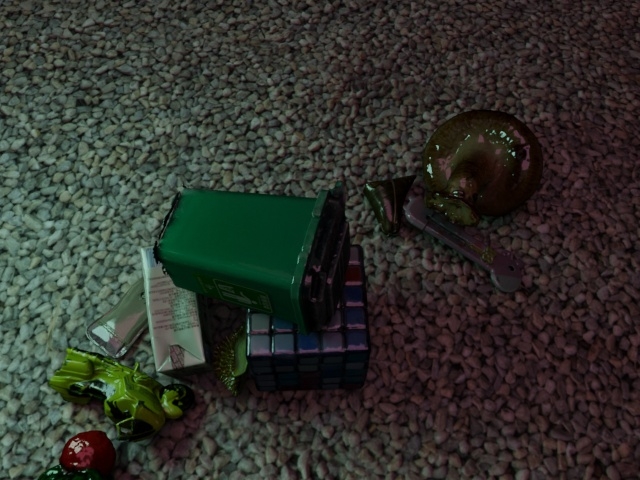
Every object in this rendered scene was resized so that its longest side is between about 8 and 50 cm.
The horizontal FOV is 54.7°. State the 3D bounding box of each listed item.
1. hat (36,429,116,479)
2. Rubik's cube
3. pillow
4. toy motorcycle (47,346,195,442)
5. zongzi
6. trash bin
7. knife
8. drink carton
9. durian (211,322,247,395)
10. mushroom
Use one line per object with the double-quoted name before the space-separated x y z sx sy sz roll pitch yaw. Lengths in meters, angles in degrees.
"hat" -0.544 0.579 1.362 0.274 0.242 0.332 5 58 5
"Rubik's cube" -0.032 0.199 1.546 0.287 0.292 0.293 -2 63 -2
"pillow" -0.515 0.206 1.676 0.131 0.038 0.232 36 65 14
"toy motorcycle" -0.498 0.384 1.524 0.342 0.142 0.206 19 21 8
"zongzi" 0.239 -0.104 1.842 0.184 0.084 0.187 -13 69 -19
"trash bin" -0.132 0.009 1.348 0.381 0.259 0.295 11 62 9
"knife" 0.408 0.004 1.771 0.399 0.038 0.132 33 59 5
"drink carton" -0.361 0.175 1.578 0.132 0.194 0.324 -12 73 -4
"durian" -0.222 0.293 1.556 0.096 0.137 0.220 15 35 0
"mushroom" 0.434 -0.221 1.774 0.331 0.356 0.334 30 105 43
